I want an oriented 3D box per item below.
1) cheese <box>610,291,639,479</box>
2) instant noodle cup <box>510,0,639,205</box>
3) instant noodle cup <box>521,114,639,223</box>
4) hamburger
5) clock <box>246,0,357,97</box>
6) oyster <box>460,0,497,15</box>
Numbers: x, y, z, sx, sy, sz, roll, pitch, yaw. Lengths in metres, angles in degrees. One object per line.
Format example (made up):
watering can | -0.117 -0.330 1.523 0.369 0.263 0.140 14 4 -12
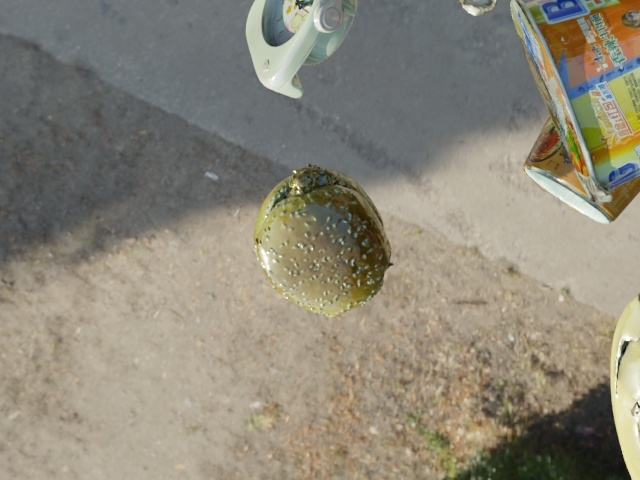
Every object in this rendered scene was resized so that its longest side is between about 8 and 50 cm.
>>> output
cheese | 0.403 0.150 0.757 0.259 0.128 0.316 -36 112 -1
instant noodle cup | 0.398 -0.221 0.996 0.213 0.296 0.296 -23 113 15
instant noodle cup | 0.433 -0.139 1.220 0.215 0.216 0.172 33 94 -5
hamburger | 0.000 0.000 1.115 0.189 0.122 0.215 -32 114 2
clock | -0.015 -0.284 0.952 0.062 0.152 0.191 16 133 -35
oyster | 0.169 -0.309 0.798 0.103 0.051 0.148 37 91 8
